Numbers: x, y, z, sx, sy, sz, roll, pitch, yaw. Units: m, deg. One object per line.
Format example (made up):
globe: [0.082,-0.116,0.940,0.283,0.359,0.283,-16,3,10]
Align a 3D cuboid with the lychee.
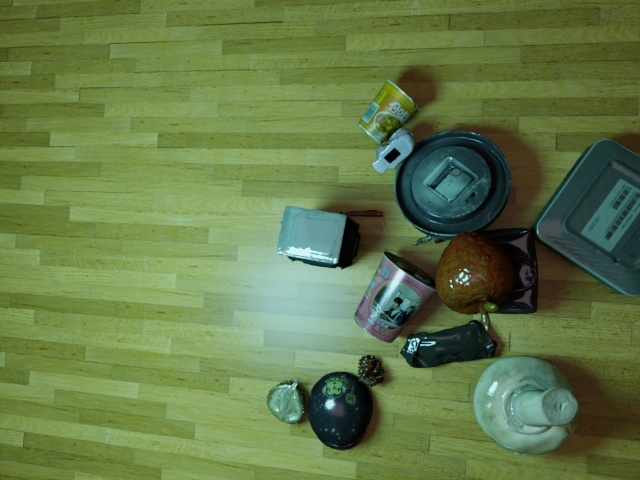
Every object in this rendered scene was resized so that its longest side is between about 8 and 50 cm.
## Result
lychee: [0.471,0.122,1.596,0.255,0.255,0.300,-4,59,12]

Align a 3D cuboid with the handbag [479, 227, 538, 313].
handbag: [0.589,0.104,1.742,0.257,0.113,0.285,-3,87,21]

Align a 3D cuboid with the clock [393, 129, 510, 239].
clock: [0.441,-0.186,1.754,0.386,0.076,0.386,-7,70,19]

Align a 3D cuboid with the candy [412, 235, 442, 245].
candy: [0.452,-0.047,1.790,0.292,0.086,0.059,-27,71,10]

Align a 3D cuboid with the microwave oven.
microwave oven: [0.000,0.000,1.777,0.238,0.295,0.181,11,88,12]

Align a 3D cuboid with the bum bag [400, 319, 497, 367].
bum bag: [0.433,0.354,1.776,0.326,0.080,0.142,-10,92,8]

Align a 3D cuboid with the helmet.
helmet: [0.057,0.602,1.796,0.231,0.160,0.278,8,87,11]

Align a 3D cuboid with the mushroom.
mushroom: [0.663,0.496,1.632,0.315,0.315,0.356,41,129,12]

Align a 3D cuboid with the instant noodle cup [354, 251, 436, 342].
instant noodle cup: [0.244,0.199,1.760,0.244,0.244,0.255,35,102,12]

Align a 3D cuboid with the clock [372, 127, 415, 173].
clock: [0.258,-0.325,1.818,0.080,0.117,0.176,39,120,-17]

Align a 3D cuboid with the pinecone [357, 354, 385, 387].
pinecone: [0.170,0.455,1.813,0.102,0.102,0.109,-36,59,8]

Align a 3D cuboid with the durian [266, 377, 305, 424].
durian: [-0.108,0.561,1.865,0.148,0.091,0.188,25,114,11]

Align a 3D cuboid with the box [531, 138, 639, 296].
box: [0.950,-0.073,1.672,0.397,0.111,0.396,34,93,11]

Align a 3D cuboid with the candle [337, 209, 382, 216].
candle: [0.141,-0.098,1.893,0.167,0.021,0.026,1,107,11]

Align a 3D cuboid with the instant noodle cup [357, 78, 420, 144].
instant noodle cup: [0.232,-0.443,1.835,0.168,0.168,0.185,44,104,11]
